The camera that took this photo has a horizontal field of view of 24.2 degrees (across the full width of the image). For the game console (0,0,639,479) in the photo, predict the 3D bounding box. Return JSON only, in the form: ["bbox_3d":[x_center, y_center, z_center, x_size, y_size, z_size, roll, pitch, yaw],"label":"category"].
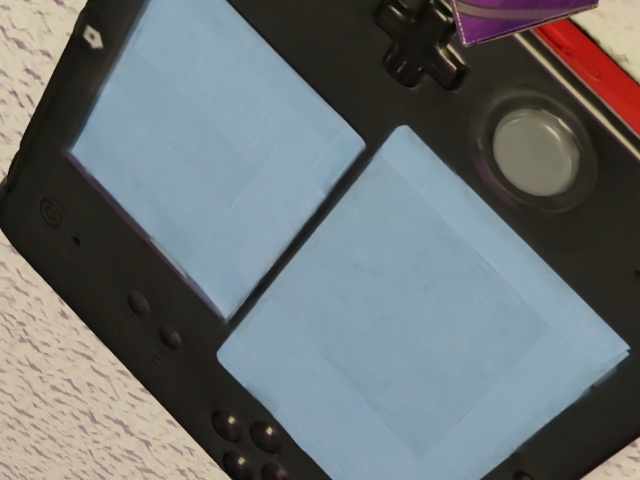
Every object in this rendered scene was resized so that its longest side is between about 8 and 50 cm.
[{"bbox_3d":[0.000,0.000,0.746,0.342,0.060,0.386,42,138,3],"label":"game console"}]

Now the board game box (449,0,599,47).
[{"bbox_3d":[0.009,-0.252,0.435,0.056,0.208,0.347,-17,117,5],"label":"board game box"}]
